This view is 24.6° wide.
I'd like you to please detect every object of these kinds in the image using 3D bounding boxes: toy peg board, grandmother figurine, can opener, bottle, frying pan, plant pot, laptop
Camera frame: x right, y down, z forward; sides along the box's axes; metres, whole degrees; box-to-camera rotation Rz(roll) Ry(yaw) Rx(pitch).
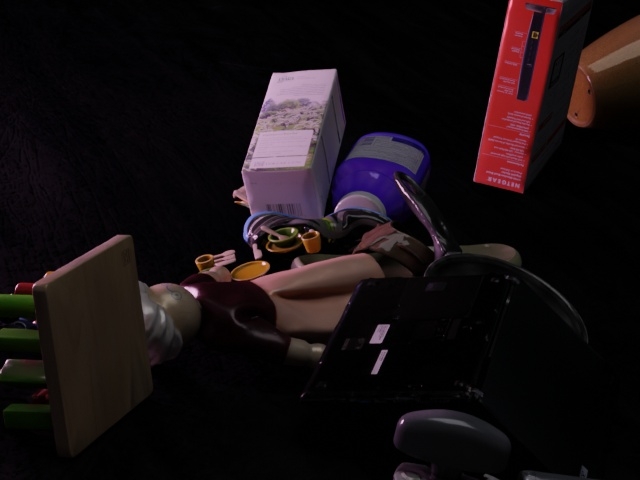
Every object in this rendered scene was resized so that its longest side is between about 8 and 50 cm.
[{"bbox_3d":[-0.233,0.092,1.349,0.079,0.161,0.160,1,17,21],"label":"toy peg board"},{"bbox_3d":[-0.070,0.072,1.544,0.342,0.104,0.208,-4,15,-37],"label":"grandmother figurine"},{"bbox_3d":[0.199,0.220,1.289,0.280,0.093,0.074,13,20,-5],"label":"can opener"},{"bbox_3d":[0.076,-0.070,1.985,0.118,0.092,0.283,10,21,8],"label":"bottle"},{"bbox_3d":[0.154,0.049,1.659,0.326,0.053,0.197,36,35,21],"label":"frying pan"},{"bbox_3d":[0.562,-0.289,2.638,0.254,0.237,0.237,-18,30,-22],"label":"plant pot"},{"bbox_3d":[0.146,0.144,1.450,0.264,0.136,0.234,-3,26,19],"label":"laptop"}]

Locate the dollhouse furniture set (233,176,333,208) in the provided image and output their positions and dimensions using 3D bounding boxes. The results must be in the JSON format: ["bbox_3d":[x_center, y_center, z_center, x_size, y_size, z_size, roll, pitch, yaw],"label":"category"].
[{"bbox_3d":[-0.047,-0.061,2.010,0.076,0.058,0.152,31,48,29],"label":"dollhouse furniture set"}]

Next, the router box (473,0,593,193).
[{"bbox_3d":[0.344,-0.264,2.318,0.082,0.301,0.335,15,21,15],"label":"router box"}]

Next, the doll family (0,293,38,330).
[{"bbox_3d":[-0.335,0.081,1.440,0.111,0.076,0.193,13,17,22],"label":"doll family"}]

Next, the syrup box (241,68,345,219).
[{"bbox_3d":[-0.032,-0.126,1.957,0.093,0.096,0.237,-2,38,12],"label":"syrup box"}]

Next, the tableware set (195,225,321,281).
[{"bbox_3d":[-0.074,0.015,1.720,0.154,0.024,0.104,-14,23,0],"label":"tableware set"}]

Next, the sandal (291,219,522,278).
[{"bbox_3d":[0.103,0.016,1.769,0.303,0.086,0.120,-7,25,-25],"label":"sandal"}]

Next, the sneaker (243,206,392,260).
[{"bbox_3d":[0.000,0.000,1.816,0.188,0.067,0.078,-1,24,-8],"label":"sneaker"}]
